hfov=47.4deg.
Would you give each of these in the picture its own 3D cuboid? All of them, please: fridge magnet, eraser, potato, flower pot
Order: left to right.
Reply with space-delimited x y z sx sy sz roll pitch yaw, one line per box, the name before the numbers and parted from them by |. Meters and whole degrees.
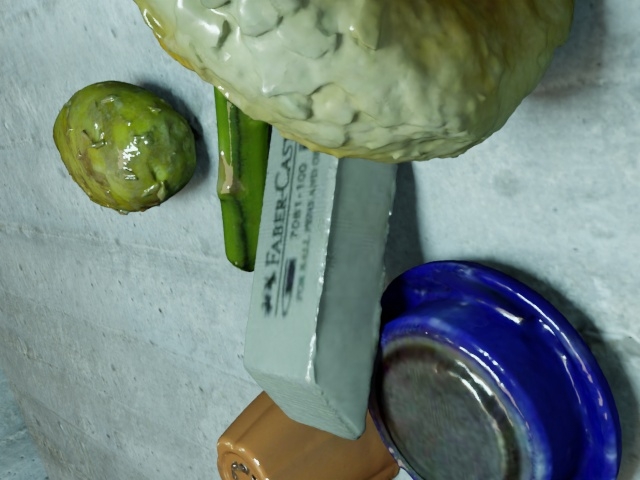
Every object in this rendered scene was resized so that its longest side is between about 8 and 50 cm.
potato | -0.276 -0.125 0.980 0.298 0.141 0.175 7 108 49
flower pot | -0.023 0.255 0.882 0.191 0.173 0.190 32 136 36
eraser | -0.001 0.000 0.673 0.111 0.077 0.352 1 82 50
fridge magnet | 0.139 0.146 0.658 0.266 0.113 0.265 26 128 39

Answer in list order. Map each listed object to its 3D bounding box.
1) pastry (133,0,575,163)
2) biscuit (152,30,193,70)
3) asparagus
pastry | 0.011 -0.191 0.443 0.136 0.330 0.329 -29 88 51
biscuit | -0.086 -0.255 0.669 0.274 0.091 0.213 33 114 30
asparagus | -0.088 -0.093 0.832 0.060 0.067 0.277 -118 26 -58
